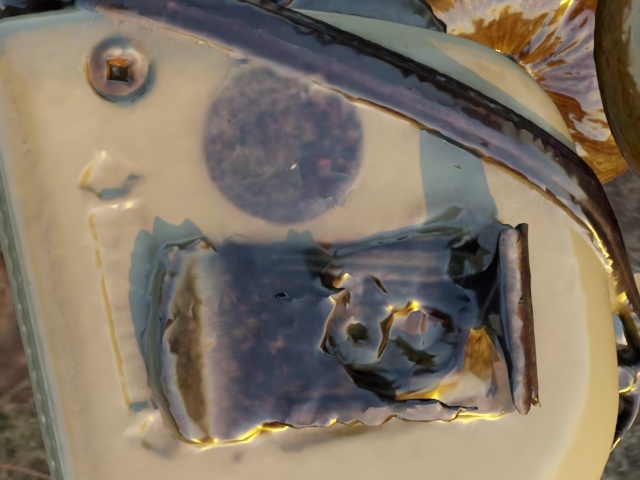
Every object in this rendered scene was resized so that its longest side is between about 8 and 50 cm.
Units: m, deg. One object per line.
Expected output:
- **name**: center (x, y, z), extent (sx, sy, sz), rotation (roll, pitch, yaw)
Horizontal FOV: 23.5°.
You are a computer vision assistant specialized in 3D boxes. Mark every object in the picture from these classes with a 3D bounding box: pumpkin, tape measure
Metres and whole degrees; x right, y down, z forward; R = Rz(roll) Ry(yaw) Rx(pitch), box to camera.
- **pumpkin**: center (0.103, -0.117, 0.887), extent (0.219, 0.219, 0.162), rotation (-12, 37, 21)
- **tape measure**: center (0.000, 0.000, 0.565), extent (0.232, 0.133, 0.271), rotation (-14, 93, -14)

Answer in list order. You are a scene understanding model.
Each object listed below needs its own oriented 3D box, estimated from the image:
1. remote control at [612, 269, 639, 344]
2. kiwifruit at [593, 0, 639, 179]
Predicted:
- **remote control**: center (0.248, 0.049, 1.069), extent (0.027, 0.184, 0.049), rotation (7, 90, 40)
- **kiwifruit**: center (0.232, -0.093, 0.706), extent (0.196, 0.234, 0.196), rotation (13, 113, 34)
